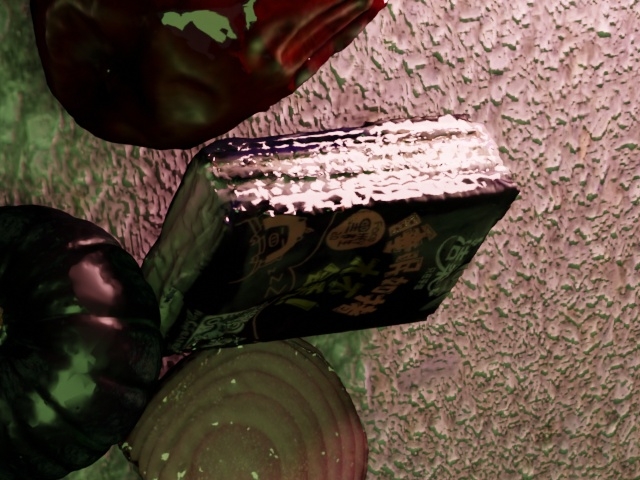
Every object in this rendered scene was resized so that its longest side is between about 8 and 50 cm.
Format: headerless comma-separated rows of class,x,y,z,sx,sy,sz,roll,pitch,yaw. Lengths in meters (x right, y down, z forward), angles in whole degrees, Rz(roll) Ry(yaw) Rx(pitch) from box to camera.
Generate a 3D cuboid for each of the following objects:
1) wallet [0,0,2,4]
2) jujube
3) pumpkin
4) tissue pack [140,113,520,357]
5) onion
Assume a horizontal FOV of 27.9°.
wallet,-0.340,-0.281,1.050,0.231,0.069,0.170,33,73,-52
jujube,-0.078,-0.241,1.114,0.376,0.258,0.258,-48,118,-14
pumpkin,-0.264,0.079,1.089,0.248,0.248,0.248,-6,105,-25
tissue pack,0.000,0.000,1.224,0.332,0.123,0.245,-7,146,-31
onion,-0.081,0.214,1.310,0.250,0.111,0.247,53,53,-13
